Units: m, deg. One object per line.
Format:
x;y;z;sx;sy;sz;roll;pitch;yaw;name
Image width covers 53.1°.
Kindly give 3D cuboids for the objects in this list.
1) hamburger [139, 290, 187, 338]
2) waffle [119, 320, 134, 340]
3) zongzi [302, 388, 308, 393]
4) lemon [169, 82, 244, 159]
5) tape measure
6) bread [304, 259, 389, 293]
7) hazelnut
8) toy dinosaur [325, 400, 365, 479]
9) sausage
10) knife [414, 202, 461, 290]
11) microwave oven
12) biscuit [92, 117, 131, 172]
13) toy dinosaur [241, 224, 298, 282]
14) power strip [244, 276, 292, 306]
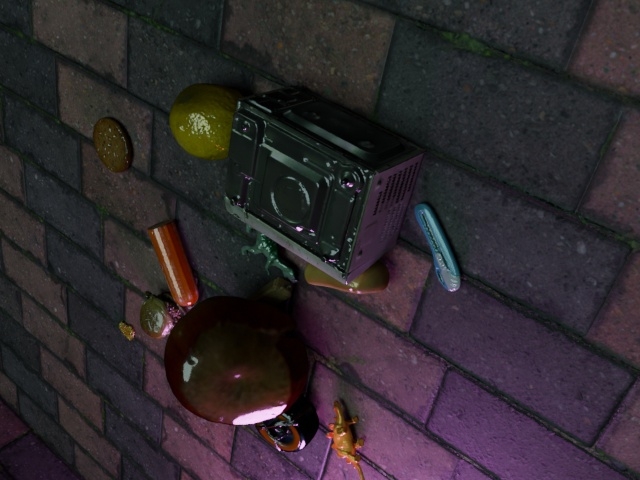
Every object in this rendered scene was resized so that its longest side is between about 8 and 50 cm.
-0.559;0.249;2.225;0.185;0.131;0.159;53;130;12;hamburger
-0.761;0.352;2.519;0.085;0.016;0.078;33;128;25;waffle
-0.082;0.469;2.006;0.083;0.040;0.076;31;136;3;zongzi
-0.287;-0.312;1.680;0.260;0.204;0.204;8;115;33;lemon
-0.111;0.554;1.975;0.202;0.135;0.223;45;137;0;tape measure
0.067;0.074;1.617;0.217;0.147;0.098;9;94;36;bread
-0.233;0.325;1.819;0.359;0.409;0.359;-42;41;51;hazelnut
0.075;0.612;1.918;0.117;0.070;0.288;-8;102;53;toy dinosaur
-0.473;0.091;2.104;0.093;0.093;0.312;-6;107;41;sausage
0.272;0.017;1.491;0.064;0.031;0.222;-17;99;47;knife
-0.012;-0.136;1.507;0.394;0.247;0.333;31;128;25;microwave oven
-0.691;-0.318;2.133;0.188;0.027;0.188;18;120;34;biscuit
-0.193;-0.030;1.824;0.129;0.076;0.383;-25;101;34;toy dinosaur
-0.170;0.177;1.905;0.064;0.044;0.305;30;143;-22;power strip
